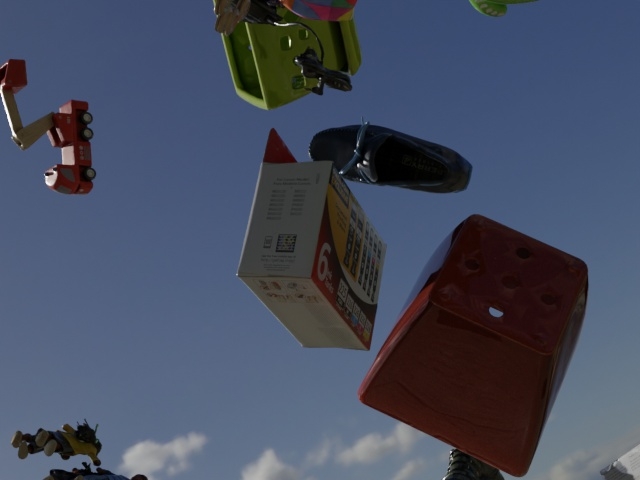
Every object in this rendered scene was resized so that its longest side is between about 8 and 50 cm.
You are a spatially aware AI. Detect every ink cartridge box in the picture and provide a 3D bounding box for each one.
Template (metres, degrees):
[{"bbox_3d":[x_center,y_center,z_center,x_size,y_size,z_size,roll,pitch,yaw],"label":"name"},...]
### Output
[{"bbox_3d":[0.000,0.000,1.974,0.130,0.272,0.309,1,-25,21],"label":"ink cartridge box"}]

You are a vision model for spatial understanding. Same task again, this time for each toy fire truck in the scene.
[{"bbox_3d":[-0.405,-0.163,1.764,0.135,0.192,0.047,3,-14,-36],"label":"toy fire truck"}]

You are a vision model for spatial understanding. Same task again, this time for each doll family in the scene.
[{"bbox_3d":[-0.303,0.290,1.544,0.076,0.193,0.111,-52,-32,12],"label":"doll family"}]

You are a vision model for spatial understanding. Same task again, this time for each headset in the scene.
[{"bbox_3d":[-0.047,-0.418,1.907,0.243,0.394,0.185,-31,-32,28],"label":"headset"}]

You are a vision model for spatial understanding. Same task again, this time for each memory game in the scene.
[{"bbox_3d":[-0.087,-0.337,1.476,0.186,0.012,0.186,24,-90,-85],"label":"memory game"}]

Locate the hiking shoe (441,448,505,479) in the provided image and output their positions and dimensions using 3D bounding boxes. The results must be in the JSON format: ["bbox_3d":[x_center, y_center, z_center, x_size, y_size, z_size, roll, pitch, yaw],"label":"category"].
[{"bbox_3d":[0.267,0.437,2.294,0.086,0.114,0.227,-22,-11,30],"label":"hiking shoe"}]

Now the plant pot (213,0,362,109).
[{"bbox_3d":[-0.056,-0.380,2.162,0.207,0.227,0.228,-19,20,-15],"label":"plant pot"}]

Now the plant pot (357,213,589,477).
[{"bbox_3d":[0.240,0.123,1.700,0.267,0.267,0.235,-58,-12,-38],"label":"plant pot"}]

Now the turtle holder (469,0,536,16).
[{"bbox_3d":[0.219,-0.424,1.465,0.320,0.243,0.227,3,-7,-5],"label":"turtle holder"}]

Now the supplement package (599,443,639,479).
[{"bbox_3d":[0.644,0.407,2.043,0.204,0.145,0.262,2,-31,-22],"label":"supplement package"}]

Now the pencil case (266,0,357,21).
[{"bbox_3d":[0.014,-0.356,1.318,0.104,0.104,0.236,-13,-46,-39],"label":"pencil case"}]

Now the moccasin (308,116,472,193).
[{"bbox_3d":[0.126,-0.171,2.344,0.342,0.137,0.117,7,2,25],"label":"moccasin"}]
